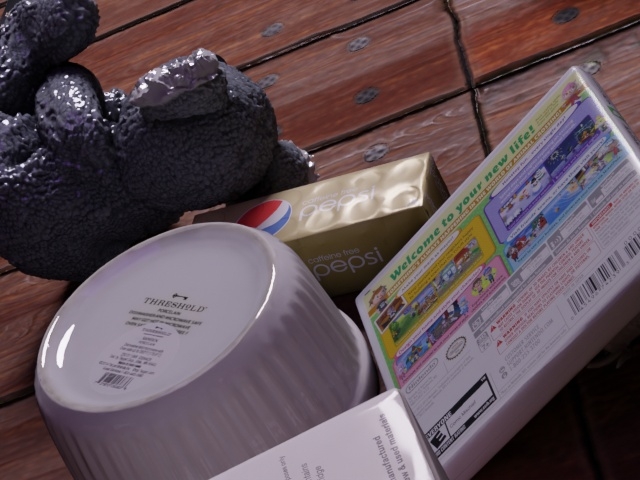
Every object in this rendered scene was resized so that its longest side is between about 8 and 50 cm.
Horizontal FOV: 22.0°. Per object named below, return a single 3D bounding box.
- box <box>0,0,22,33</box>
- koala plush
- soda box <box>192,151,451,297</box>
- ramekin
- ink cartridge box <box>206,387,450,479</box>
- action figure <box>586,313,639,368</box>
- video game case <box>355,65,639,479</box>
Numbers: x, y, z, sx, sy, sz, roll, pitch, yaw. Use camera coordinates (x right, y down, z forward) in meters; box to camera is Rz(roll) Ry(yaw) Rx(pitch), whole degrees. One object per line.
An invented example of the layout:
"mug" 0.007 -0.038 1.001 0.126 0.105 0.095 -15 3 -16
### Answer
"box" -0.282 -0.234 1.666 0.083 0.018 0.067 -16 35 18
"koala plush" -0.122 -0.068 1.200 0.221 0.196 0.203 -4 53 32
"soda box" 0.000 0.000 1.121 0.181 0.058 0.061 -15 36 21
"ramekin" -0.078 0.082 1.024 0.207 0.109 0.207 -19 35 14
"ink cartridge box" -0.027 0.202 0.772 0.237 0.172 0.100 -26 34 4
"action figure" 0.241 -0.037 0.965 0.185 0.099 0.285 29 79 44
"video game case" 0.114 0.020 0.968 0.212 0.023 0.193 -48 30 18
